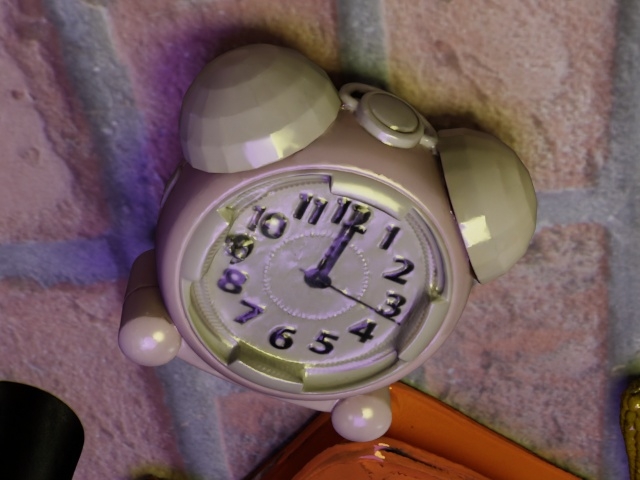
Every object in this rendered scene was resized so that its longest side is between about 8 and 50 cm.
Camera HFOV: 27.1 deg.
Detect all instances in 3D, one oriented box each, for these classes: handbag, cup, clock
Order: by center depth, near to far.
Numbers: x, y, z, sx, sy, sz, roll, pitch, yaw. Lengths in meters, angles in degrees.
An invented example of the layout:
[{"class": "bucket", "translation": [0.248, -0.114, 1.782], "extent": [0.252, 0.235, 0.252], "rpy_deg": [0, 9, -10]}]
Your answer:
[{"class": "clock", "translation": [0.000, 0.000, 1.242], "extent": [0.342, 0.184, 0.326], "rpy_deg": [18, 126, -18]}, {"class": "cup", "translation": [-0.396, 0.297, 1.532], "extent": [0.239, 0.177, 0.166], "rpy_deg": [-29, 124, 27]}, {"class": "handbag", "translation": [0.131, 0.343, 1.571], "extent": [0.410, 0.116, 0.303], "rpy_deg": [29, 127, -19]}]

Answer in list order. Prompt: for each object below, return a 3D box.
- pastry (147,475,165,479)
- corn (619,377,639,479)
[{"class": "pastry", "translation": [-0.160, 0.331, 1.609], "extent": [0.169, 0.087, 0.063], "rpy_deg": [26, 95, -18]}, {"class": "corn", "translation": [0.411, 0.291, 1.502], "extent": [0.120, 0.120, 0.363], "rpy_deg": [-13, 128, 16]}]
